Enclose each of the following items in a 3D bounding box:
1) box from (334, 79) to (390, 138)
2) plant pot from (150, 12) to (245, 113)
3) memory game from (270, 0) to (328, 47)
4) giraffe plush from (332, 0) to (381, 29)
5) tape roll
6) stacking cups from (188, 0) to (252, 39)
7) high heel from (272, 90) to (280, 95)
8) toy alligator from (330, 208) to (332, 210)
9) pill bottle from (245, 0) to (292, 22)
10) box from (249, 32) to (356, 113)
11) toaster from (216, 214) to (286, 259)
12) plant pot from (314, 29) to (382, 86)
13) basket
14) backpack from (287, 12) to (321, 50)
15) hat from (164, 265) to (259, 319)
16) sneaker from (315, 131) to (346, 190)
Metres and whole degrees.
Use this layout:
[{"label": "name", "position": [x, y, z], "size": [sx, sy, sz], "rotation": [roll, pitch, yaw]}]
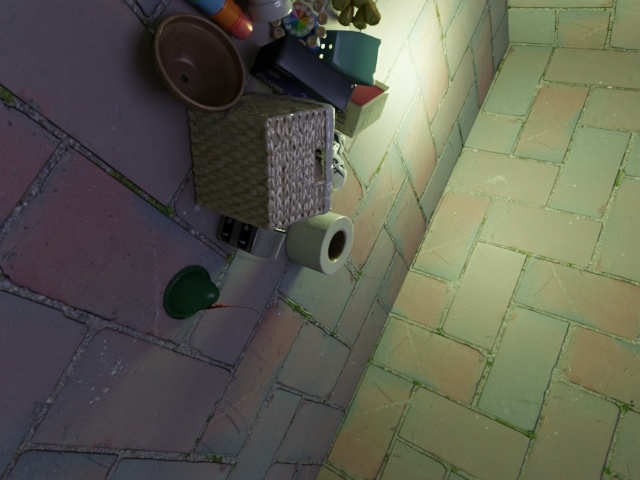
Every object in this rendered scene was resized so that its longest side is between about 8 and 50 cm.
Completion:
[{"label": "box", "position": [0.152, -0.532, 1.812], "size": [0.232, 0.127, 0.148], "rotation": [-43, 161, -40]}, {"label": "plant pot", "position": [-0.313, -0.418, 1.130], "size": [0.237, 0.110, 0.237], "rotation": [10, 74, -40]}, {"label": "memory game", "position": [-0.065, -0.678, 1.410], "size": [0.186, 0.012, 0.186], "rotation": [-3, 105, -11]}, {"label": "giraffe plush", "position": [0.146, -0.885, 1.623], "size": [0.210, 0.181, 0.170], "rotation": [82, 24, -65]}, {"label": "tape roll", "position": [0.000, 0.000, 1.846], "size": [0.246, 0.169, 0.246], "rotation": [-33, 132, -46]}, {"label": "stacking cups", "position": [-0.277, -0.616, 1.140], "size": [0.316, 0.096, 0.096], "rotation": [15, 93, -60]}, {"label": "high heel", "position": [-0.041, -0.380, 1.606], "size": [0.181, 0.127, 0.377], "rotation": [-34, 131, -31]}, {"label": "toy alligator", "position": [-0.004, -0.177, 1.867], "size": [0.190, 0.056, 0.051], "rotation": [42, 30, -58]}, {"label": "pill bottle", "position": [-0.169, -0.735, 1.176], "size": [0.169, 0.169, 0.301], "rotation": [-52, 144, -30]}, {"label": "box", "position": [-0.054, -0.487, 1.388], "size": [0.261, 0.184, 0.103], "rotation": [26, 81, -32]}, {"label": "toaster", "position": [-0.219, -0.020, 1.485], "size": [0.186, 0.168, 0.110], "rotation": [16, 95, -59]}, {"label": "plant pot", "position": [0.078, -0.660, 1.631], "size": [0.234, 0.166, 0.165], "rotation": [-8, 113, -53]}, {"label": "basket", "position": [-0.163, -0.229, 1.304], "size": [0.266, 0.331, 0.328], "rotation": [-29, 129, -47]}, {"label": "backpack", "position": [-0.046, -0.674, 1.479], "size": [0.098, 0.101, 0.120], "rotation": [-12, 112, -63]}, {"label": "hat", "position": [-0.330, 0.179, 1.389], "size": [0.208, 0.184, 0.173], "rotation": [-37, 135, -44]}, {"label": "sneaker", "position": [0.030, -0.303, 1.808], "size": [0.153, 0.094, 0.235], "rotation": [-23, 125, -50]}]
